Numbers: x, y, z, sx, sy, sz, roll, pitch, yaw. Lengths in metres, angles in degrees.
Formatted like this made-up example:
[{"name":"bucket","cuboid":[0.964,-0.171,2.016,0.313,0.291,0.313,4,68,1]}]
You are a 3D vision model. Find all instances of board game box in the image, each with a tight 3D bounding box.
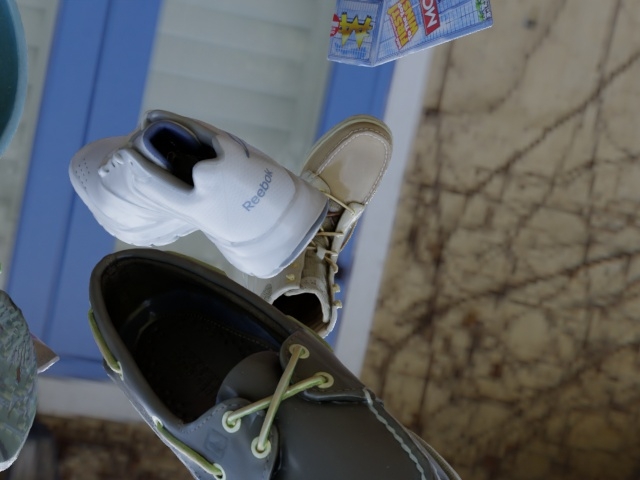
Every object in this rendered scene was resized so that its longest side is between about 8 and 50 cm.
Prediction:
[{"name":"board game box","cuboid":[0.077,-0.257,1.475,0.060,0.194,0.194,14,-140,38]}]

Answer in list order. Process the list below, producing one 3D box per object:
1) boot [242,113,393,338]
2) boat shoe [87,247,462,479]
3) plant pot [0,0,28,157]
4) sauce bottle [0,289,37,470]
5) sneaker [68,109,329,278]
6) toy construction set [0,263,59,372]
[{"name":"boot","cuboid":[0.000,0.000,1.699,0.095,0.262,0.203,32,-158,-18]},{"name":"boat shoe","cuboid":[-0.033,0.096,0.839,0.305,0.109,0.091,33,158,45]},{"name":"plant pot","cuboid":[-0.563,-0.193,1.695,0.334,0.341,0.341,-9,174,36]},{"name":"sauce bottle","cuboid":[-0.330,0.082,0.871,0.344,0.111,0.111,-2,-178,22]},{"name":"sneaker","cuboid":[-0.121,-0.061,1.259,0.297,0.111,0.129,10,151,48]},{"name":"toy construction set","cuboid":[-0.346,0.097,1.124,0.309,0.257,0.237,-9,-168,-23]}]
